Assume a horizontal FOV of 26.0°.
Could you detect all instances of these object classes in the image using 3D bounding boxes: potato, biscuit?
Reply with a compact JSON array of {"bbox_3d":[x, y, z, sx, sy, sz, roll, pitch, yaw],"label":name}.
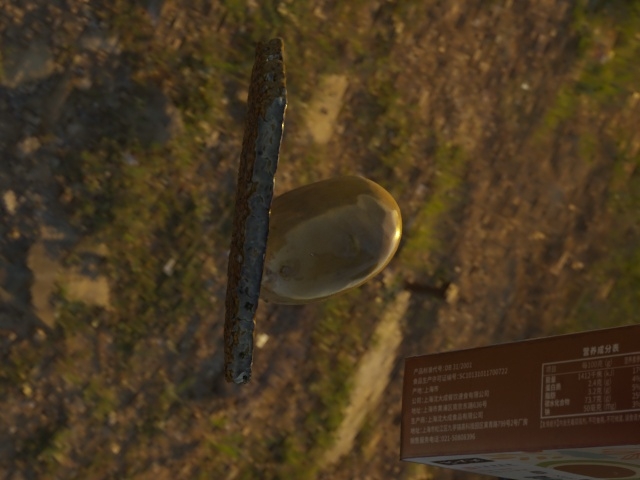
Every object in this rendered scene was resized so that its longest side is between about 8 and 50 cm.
[{"bbox_3d":[0.000,0.000,1.800,0.234,0.146,0.150,-27,95,-14],"label":"potato"},{"bbox_3d":[-0.049,-0.021,0.992,0.025,0.131,0.231,5,116,-6],"label":"biscuit"}]

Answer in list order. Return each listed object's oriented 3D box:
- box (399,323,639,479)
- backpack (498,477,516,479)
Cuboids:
[{"bbox_3d":[0.339,0.188,1.479,0.344,0.385,0.122,15,71,-38],"label":"box"},{"bbox_3d":[0.279,0.270,1.889,0.106,0.120,0.165,-20,86,-2],"label":"backpack"}]
